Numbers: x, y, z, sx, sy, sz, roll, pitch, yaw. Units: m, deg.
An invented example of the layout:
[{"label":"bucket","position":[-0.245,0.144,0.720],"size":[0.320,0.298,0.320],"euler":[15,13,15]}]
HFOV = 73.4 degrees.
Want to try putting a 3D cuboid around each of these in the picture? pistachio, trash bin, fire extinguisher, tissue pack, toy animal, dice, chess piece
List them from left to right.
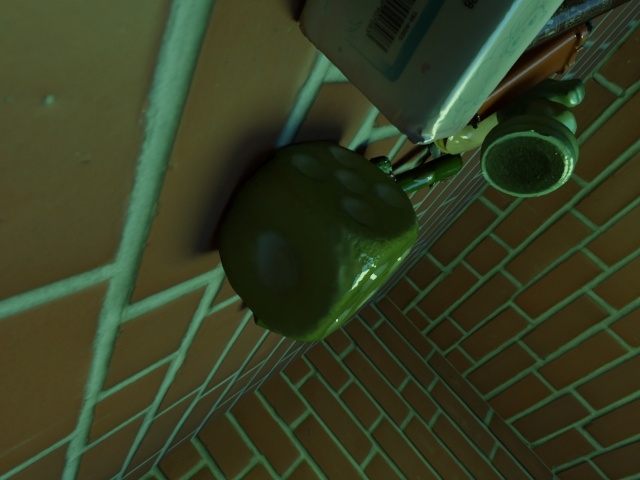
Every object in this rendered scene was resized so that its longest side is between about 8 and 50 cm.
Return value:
[{"label":"dice","position":[0.000,0.000,0.688],"size":[0.233,0.227,0.238],"euler":[-27,156,-50]},{"label":"toy animal","position":[0.333,-0.200,1.206],"size":[0.155,0.095,0.219],"euler":[-22,157,-30]},{"label":"tissue pack","position":[0.114,-0.248,0.359],"size":[0.124,0.201,0.271],"euler":[-18,151,-42]},{"label":"pistachio","position":[0.348,-0.267,1.018],"size":[0.200,0.117,0.145],"euler":[-35,142,-37]},{"label":"trash bin","position":[0.351,-0.338,0.810],"size":[0.238,0.161,0.184],"euler":[-38,165,12]},{"label":"fire extinguisher","position":[0.325,-0.351,0.655],"size":[0.268,0.105,0.105],"euler":[-24,167,11]},{"label":"chess piece","position":[0.439,-0.245,0.883],"size":[0.176,0.175,0.298],"euler":[113,4,-56]}]

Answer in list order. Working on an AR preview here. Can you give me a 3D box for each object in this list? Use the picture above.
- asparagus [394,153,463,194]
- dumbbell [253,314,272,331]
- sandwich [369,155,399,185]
[{"label":"asparagus","position":[0.231,-0.150,1.062],"size":[0.277,0.067,0.060],"euler":[-22,116,-13]},{"label":"dumbbell","position":[-0.078,0.103,0.975],"size":[0.121,0.108,0.302],"euler":[-32,161,-35]},{"label":"sandwich","position":[0.101,-0.069,0.906],"size":[0.079,0.159,0.235],"euler":[-42,-175,-22]}]
